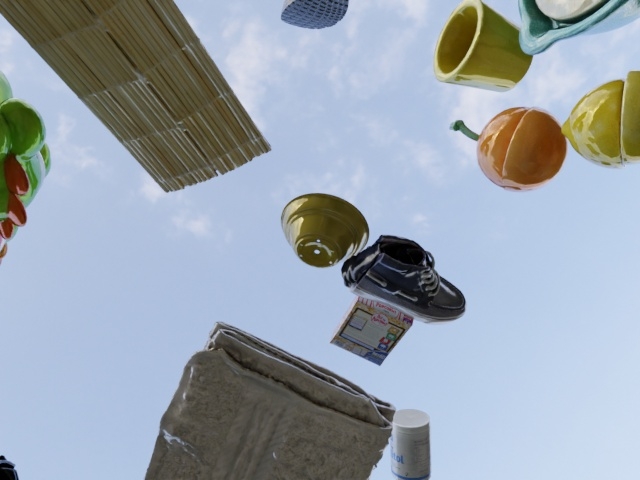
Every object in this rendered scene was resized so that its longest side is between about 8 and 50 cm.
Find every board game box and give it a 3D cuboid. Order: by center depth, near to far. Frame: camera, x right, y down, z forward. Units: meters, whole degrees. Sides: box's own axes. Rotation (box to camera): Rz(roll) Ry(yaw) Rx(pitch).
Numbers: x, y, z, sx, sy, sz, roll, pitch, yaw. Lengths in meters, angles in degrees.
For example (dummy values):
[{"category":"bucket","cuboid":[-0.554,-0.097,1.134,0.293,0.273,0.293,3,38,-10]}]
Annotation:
[{"category":"board game box","cuboid":[0.125,0.220,1.423,0.147,0.045,0.193,25,-47,-3]}]

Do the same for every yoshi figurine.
[{"category":"yoshi figurine","cuboid":[-0.423,-0.087,0.663,0.203,0.362,0.203,35,-134,-24]}]

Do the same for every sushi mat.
[{"category":"sushi mat","cuboid":[-0.185,-0.172,0.578,0.152,0.019,0.316,-19,-42,14]}]

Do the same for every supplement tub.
[{"category":"supplement tub","cuboid":[0.153,0.351,0.972,0.071,0.071,0.107,-7,-80,-18]}]

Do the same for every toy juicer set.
[{"category":"toy juicer set","cuboid":[0.173,-0.155,0.327,0.090,0.329,0.209,14,-121,-20]}]

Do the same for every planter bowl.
[{"category":"planter bowl","cuboid":[0.000,0.000,1.333,0.217,0.090,0.217,9,-45,9]}]

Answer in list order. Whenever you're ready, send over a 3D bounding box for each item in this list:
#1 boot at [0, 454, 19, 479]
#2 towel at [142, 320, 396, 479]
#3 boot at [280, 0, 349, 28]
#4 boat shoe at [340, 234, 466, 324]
[{"category":"boot","cuboid":[-0.290,0.195,0.448,0.137,0.198,0.076,-21,-78,-11]},{"category":"towel","cuboid":[-0.064,0.225,0.520,0.187,0.049,0.282,23,-70,8]},{"category":"boot","cuboid":[0.012,-0.406,0.781,0.084,0.246,0.161,6,-97,-18]},{"category":"boat shoe","cuboid":[0.230,0.093,1.311,0.341,0.158,0.127,16,-126,-22]}]
